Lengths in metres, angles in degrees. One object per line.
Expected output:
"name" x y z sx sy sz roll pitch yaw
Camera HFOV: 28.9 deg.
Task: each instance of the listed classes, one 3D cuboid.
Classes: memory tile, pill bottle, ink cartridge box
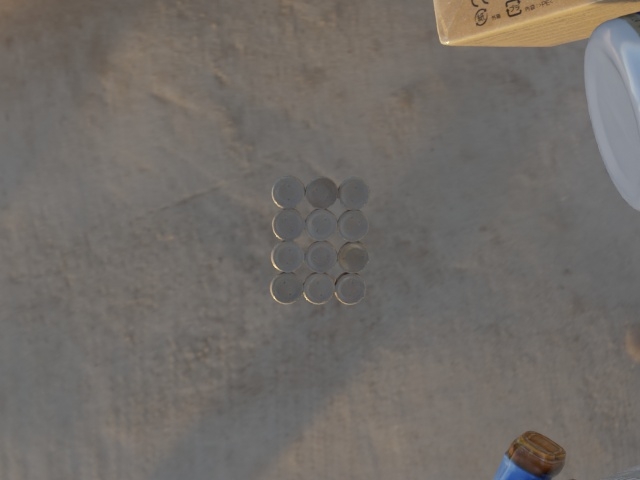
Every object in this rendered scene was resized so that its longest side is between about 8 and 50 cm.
"memory tile" 0.000 0.000 1.392 0.113 0.012 0.148 0 102 -9
"pill bottle" 0.349 -0.124 0.941 0.264 0.153 0.153 -16 93 -1
"ink cartridge box" 0.242 -0.233 1.067 0.234 0.193 0.088 -10 90 41

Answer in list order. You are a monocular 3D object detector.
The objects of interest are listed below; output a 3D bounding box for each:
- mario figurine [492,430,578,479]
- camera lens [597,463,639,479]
"mario figurine" 0.163 0.346 1.211 0.170 0.198 0.320 32 103 -15
"camera lens" 0.259 0.255 0.836 0.219 0.274 0.219 13 106 50
